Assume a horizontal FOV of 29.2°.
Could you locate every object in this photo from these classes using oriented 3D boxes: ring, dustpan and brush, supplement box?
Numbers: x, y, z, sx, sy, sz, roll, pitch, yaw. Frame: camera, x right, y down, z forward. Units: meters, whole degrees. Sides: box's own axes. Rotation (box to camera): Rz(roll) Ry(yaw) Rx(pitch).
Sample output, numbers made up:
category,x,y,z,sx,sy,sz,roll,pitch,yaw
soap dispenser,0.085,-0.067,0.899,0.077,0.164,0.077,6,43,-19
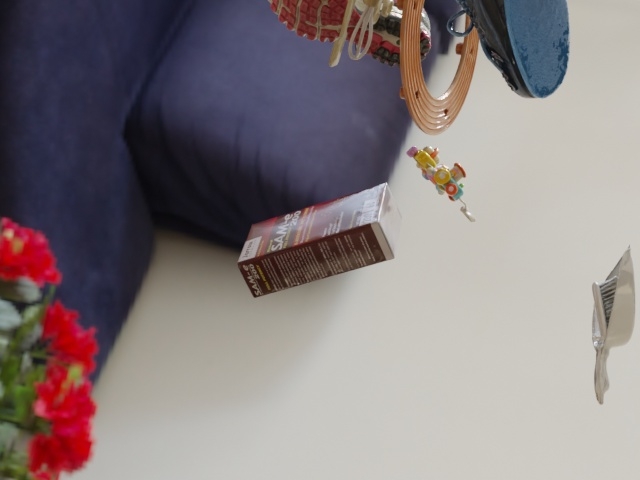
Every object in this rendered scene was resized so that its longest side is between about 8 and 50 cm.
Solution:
category,x,y,z,sx,sy,sz,roll,pitch,yaw
ring,0.185,-0.334,1.933,0.336,0.032,0.336,-33,127,-57
dustpan and brush,0.405,0.128,1.728,0.147,0.060,0.211,96,-8,-67
supplement box,0.000,0.000,1.914,0.130,0.239,0.073,-74,143,-58

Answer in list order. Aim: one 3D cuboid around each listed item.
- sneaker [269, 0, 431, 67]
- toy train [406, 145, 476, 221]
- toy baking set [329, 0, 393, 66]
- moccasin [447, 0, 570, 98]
category,x,y,z,sx,sy,sz,roll,pitch,yaw
sneaker,0.044,-0.390,2.064,0.121,0.299,0.112,-51,-157,42
toy train,0.200,-0.100,1.943,0.046,0.166,0.125,-43,126,2
toy baking set,0.089,-0.379,1.859,0.256,0.030,0.196,-54,160,-34
moccasin,0.211,-0.337,1.506,0.138,0.117,0.342,-35,115,-35
